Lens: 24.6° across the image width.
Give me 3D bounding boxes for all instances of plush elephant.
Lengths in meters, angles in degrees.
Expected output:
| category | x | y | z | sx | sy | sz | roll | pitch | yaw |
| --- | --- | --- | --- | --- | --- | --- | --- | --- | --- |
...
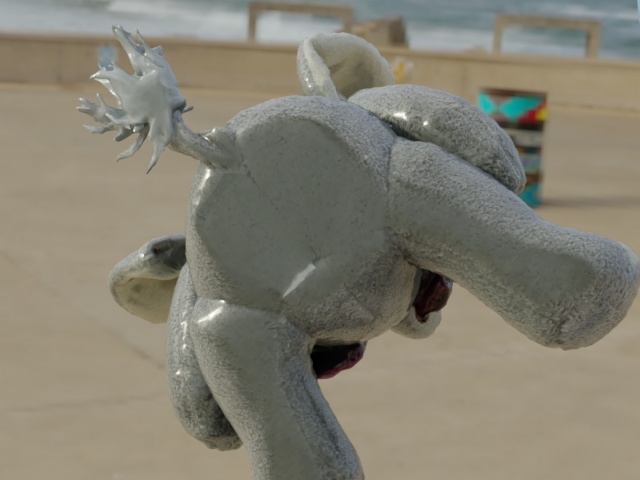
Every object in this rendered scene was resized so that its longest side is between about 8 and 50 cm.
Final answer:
| category | x | y | z | sx | sy | sz | roll | pitch | yaw |
| --- | --- | --- | --- | --- | --- | --- | --- | --- | --- |
| plush elephant | 0.000 | 0.000 | 0.960 | 0.330 | 0.272 | 0.255 | 45 | 8 | 5 |

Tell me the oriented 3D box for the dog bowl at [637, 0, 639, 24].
| category | x | y | z | sx | sy | sz | roll | pitch | yaw |
| --- | --- | --- | --- | --- | --- | --- | --- | --- | --- |
| dog bowl | 0.147 | 0.007 | 0.278 | 0.166 | 0.297 | 0.074 | -16 | -20 | 33 |
